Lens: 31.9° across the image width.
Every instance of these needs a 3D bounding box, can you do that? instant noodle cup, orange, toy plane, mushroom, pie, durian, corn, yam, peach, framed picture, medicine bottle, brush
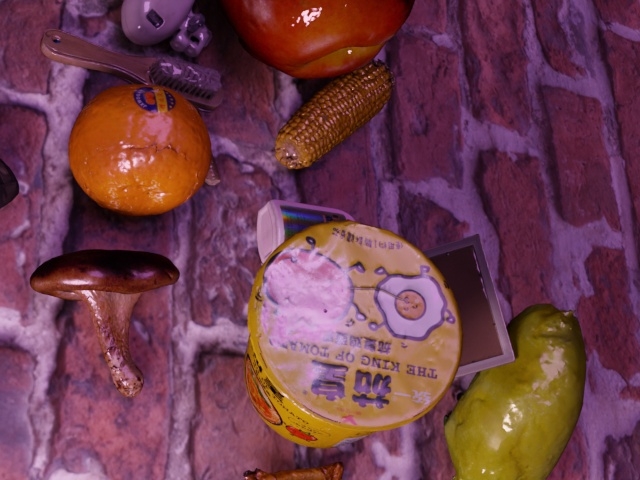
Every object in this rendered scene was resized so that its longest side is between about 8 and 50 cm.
[{"bbox_3d":[0.026,0.167,1.709,0.325,0.254,0.326,6,64,-12],"label":"instant noodle cup"},{"bbox_3d":[-0.280,-0.142,1.740,0.219,0.219,0.193,10,33,-28],"label":"orange"},{"bbox_3d":[-0.275,-0.435,1.959,0.252,0.118,0.252,18,65,-43],"label":"toy plane"},{"bbox_3d":[-0.311,0.124,1.652,0.227,0.148,0.218,0,82,-27],"label":"mushroom"},{"bbox_3d":[-0.041,0.392,1.727,0.191,0.033,0.088,4,72,-37],"label":"pie"},{"bbox_3d":[0.334,0.269,1.896,0.204,0.340,0.256,18,31,-3],"label":"durian"},{"bbox_3d":[0.027,-0.235,2.053,0.115,0.115,0.318,49,53,-1],"label":"corn"},{"bbox_3d":[-0.203,-0.163,1.916,0.032,0.032,0.145,-6,69,-34],"label":"yam"},{"bbox_3d":[-0.030,-0.459,1.995,0.406,0.310,0.335,47,32,17],"label":"peach"},{"bbox_3d":[0.156,0.135,1.873,0.018,0.293,0.231,47,28,-67],"label":"framed picture"},{"bbox_3d":[0.000,0.000,1.928,0.219,0.078,0.115,8,61,-29],"label":"medicine bottle"},{"bbox_3d":[-0.309,-0.299,1.903,0.327,0.065,0.070,14,62,-24],"label":"brush"}]

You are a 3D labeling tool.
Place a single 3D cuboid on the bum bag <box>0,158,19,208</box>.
[{"bbox_3d":[-0.581,-0.172,1.644,0.340,0.095,0.144,54,34,1],"label":"bum bag"}]
